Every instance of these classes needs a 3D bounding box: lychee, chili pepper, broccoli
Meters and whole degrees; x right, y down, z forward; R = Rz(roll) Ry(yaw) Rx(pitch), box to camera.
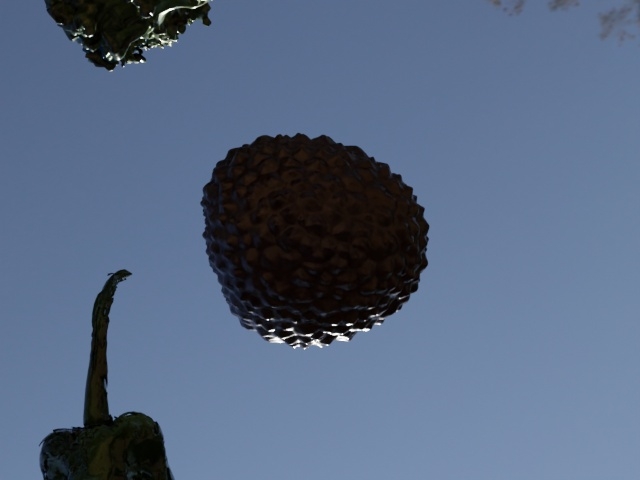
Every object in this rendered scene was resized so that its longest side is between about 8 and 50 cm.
[{"bbox_3d":[0.000,0.000,0.945,0.188,0.188,0.188,2,-94,-30],"label":"lychee"},{"bbox_3d":[-0.064,0.157,0.474,0.122,0.065,0.278,-28,-81,-40],"label":"chili pepper"},{"bbox_3d":[-0.131,-0.204,0.859,0.167,0.160,0.154,71,-152,-44],"label":"broccoli"}]
